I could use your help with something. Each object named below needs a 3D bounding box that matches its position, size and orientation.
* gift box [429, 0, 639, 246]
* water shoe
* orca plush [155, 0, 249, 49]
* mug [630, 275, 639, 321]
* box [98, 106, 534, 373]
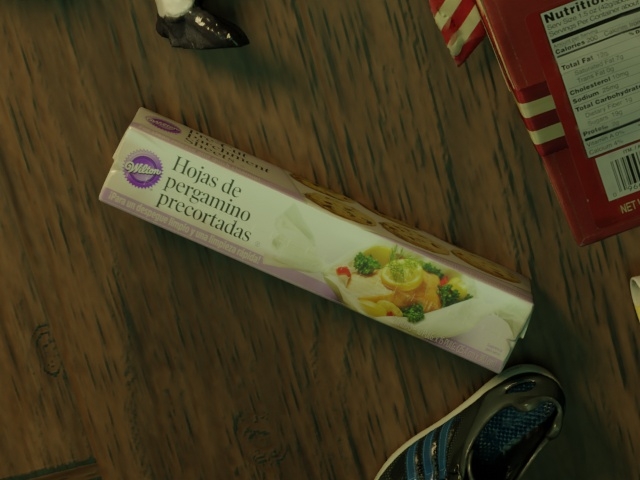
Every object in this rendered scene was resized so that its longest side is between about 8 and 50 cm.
[{"bbox_3d":[0.202,-0.169,1.223,0.255,0.258,0.276,-17,133,4],"label":"gift box"},{"bbox_3d":[0.102,0.174,1.424,0.073,0.080,0.203,39,104,-9],"label":"water shoe"},{"bbox_3d":[-0.083,-0.272,1.283,0.102,0.151,0.287,-20,108,-15],"label":"orca plush"},{"bbox_3d":[0.269,0.049,1.400,0.064,0.078,0.062,-19,73,-1],"label":"mug"},{"bbox_3d":[0.000,0.000,1.384,0.324,0.067,0.063,24,105,-4],"label":"box"}]
